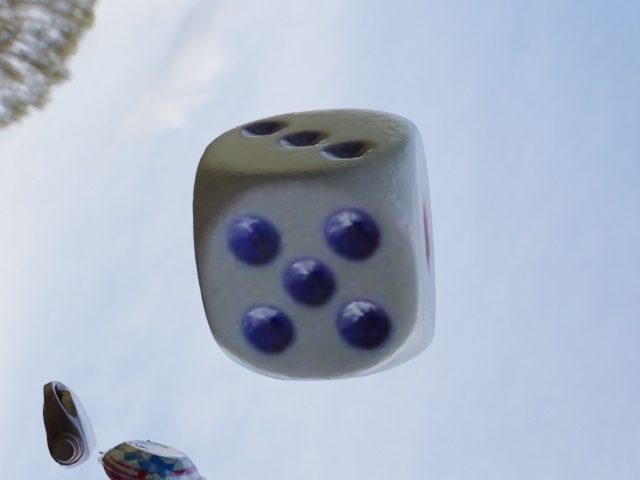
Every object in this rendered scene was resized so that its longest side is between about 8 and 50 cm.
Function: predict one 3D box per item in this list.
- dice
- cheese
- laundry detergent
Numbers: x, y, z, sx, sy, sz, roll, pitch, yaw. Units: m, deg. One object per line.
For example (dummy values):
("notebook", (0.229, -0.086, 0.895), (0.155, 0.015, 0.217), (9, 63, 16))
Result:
("dice", (0.000, 0.000, 1.595), (0.277, 0.304, 0.304), (-76, 160, -64))
("cheese", (-0.198, 0.314, 1.508), (0.244, 0.155, 0.062), (14, -90, 40))
("laundry detergent", (-0.499, 0.356, 2.214), (0.076, 0.171, 0.237), (-23, 179, -6))
